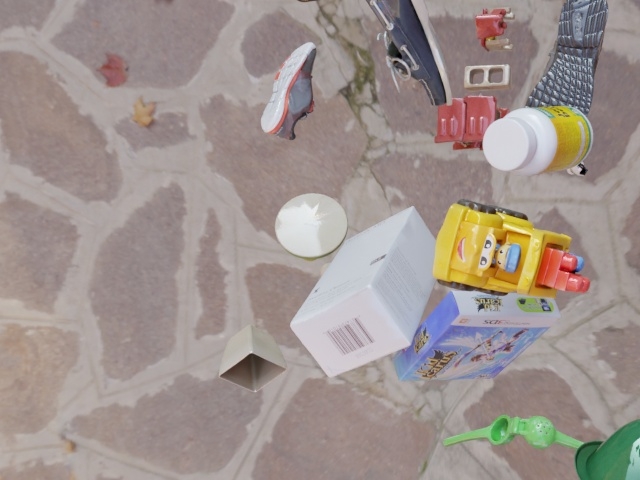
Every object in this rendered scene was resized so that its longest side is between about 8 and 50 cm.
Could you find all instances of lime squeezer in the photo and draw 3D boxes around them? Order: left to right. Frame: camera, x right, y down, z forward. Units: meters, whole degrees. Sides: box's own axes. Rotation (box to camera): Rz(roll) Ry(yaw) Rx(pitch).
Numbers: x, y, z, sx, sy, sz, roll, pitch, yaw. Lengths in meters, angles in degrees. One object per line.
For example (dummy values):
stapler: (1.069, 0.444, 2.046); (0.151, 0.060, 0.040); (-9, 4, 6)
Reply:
lime squeezer: (0.355, 0.344, 1.329); (0.310, 0.110, 0.059); (-3, 66, 27)

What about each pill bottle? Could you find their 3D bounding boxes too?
pill bottle: (0.375, -0.173, 1.303); (0.117, 0.208, 0.117); (12, 107, 44)

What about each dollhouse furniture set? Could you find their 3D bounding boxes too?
dollhouse furniture set: (0.401, -0.425, 1.937); (0.152, 0.201, 0.374); (2, 89, 25)

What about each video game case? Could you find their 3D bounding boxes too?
video game case: (0.315, 0.203, 1.542); (0.244, 0.269, 0.061); (4, 51, -23)

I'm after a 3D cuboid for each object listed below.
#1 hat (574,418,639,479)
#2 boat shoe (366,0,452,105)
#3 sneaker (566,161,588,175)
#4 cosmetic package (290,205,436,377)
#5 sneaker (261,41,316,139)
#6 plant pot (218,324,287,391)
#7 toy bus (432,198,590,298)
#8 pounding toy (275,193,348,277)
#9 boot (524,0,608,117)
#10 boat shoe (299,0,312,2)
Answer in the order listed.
hat: (0.488, 0.285, 1.097); (0.173, 0.208, 0.183); (17, 116, 5)
boat shoe: (0.122, -0.273, 1.035); (0.079, 0.254, 0.095); (-22, 54, 12)
sneaker: (0.585, -0.183, 1.731); (0.044, 0.109, 0.040); (28, 88, 45)
cosmetic package: (0.116, 0.101, 1.617); (0.217, 0.385, 0.156); (-29, 105, 28)
sneaker: (-0.036, -0.224, 1.145); (0.065, 0.061, 0.158); (27, 82, -30)
plant pot: (-0.149, 0.250, 1.637); (0.109, 0.109, 0.096); (-38, 40, 26)
toy bus: (0.319, 0.031, 1.213); (0.211, 0.220, 0.149); (21, 98, 41)
pounding toy: (0.000, 0.000, 1.894); (0.237, 0.110, 0.183); (40, 72, 22)
boot: (0.500, -0.306, 1.499); (0.118, 0.223, 0.338); (23, 96, 18)
boat shoe: (0.003, -0.225, 0.624); (0.049, 0.142, 0.040); (32, 75, -20)
